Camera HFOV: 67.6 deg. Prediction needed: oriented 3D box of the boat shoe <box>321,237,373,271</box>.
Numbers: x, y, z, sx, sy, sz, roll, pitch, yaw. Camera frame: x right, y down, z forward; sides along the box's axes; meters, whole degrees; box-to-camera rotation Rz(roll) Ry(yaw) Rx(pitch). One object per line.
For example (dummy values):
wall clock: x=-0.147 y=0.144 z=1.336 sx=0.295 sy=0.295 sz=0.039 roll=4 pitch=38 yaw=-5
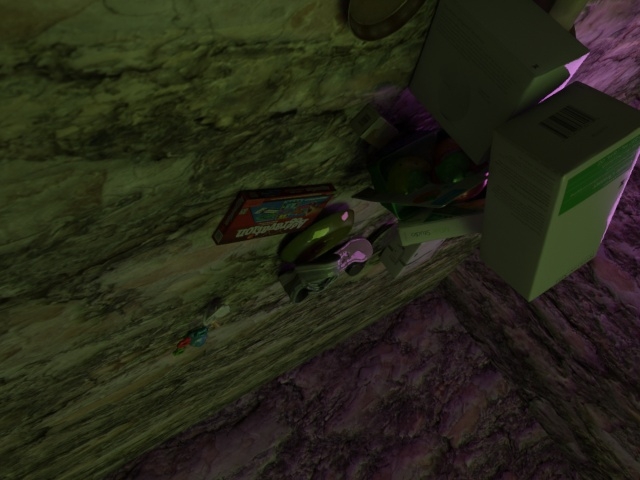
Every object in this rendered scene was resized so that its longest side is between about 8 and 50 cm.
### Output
boat shoe: x=0.081 y=0.051 z=1.565 sx=0.233 sy=0.084 sz=0.079 roll=-23 pitch=180 yaw=-42

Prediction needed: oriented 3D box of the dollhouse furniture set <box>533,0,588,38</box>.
dollhouse furniture set: x=0.597 y=-0.446 z=0.778 sx=0.393 sy=0.362 sz=0.256 roll=12 pitch=150 yaw=-2

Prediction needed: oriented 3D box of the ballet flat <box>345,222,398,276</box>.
ballet flat: x=0.174 y=0.024 z=1.684 sx=0.250 sy=0.058 sz=0.084 roll=-48 pitch=137 yaw=15

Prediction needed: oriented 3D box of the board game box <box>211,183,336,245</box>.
board game box: x=-0.095 y=-0.061 z=1.064 sx=0.281 sy=0.027 sz=0.145 roll=-13 pitch=152 yaw=-49

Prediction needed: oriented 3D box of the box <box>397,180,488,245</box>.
box: x=0.317 y=-0.107 z=1.196 sx=0.232 sy=0.059 sz=0.322 roll=-11 pitch=-151 yaw=18

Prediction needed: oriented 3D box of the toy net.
toy net: x=-0.335 y=0.237 z=1.333 sx=0.122 sy=0.045 sz=0.232 roll=-10 pitch=146 yaw=-48

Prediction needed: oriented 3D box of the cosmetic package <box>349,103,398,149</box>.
cosmetic package: x=0.112 y=-0.233 z=0.988 sx=0.060 sy=0.041 sz=0.115 roll=-43 pitch=159 yaw=20

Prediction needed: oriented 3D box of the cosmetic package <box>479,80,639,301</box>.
cosmetic package: x=0.426 y=-0.074 z=0.887 sx=0.196 sy=0.155 sz=0.366 roll=-32 pitch=141 yaw=-10

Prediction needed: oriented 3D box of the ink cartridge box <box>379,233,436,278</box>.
ink cartridge box: x=0.376 y=0.004 z=1.861 sx=0.207 sy=0.117 sz=0.283 roll=-26 pitch=158 yaw=-26

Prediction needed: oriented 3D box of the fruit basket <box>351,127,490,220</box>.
fruit basket: x=0.272 y=-0.164 z=1.046 sx=0.326 sy=0.166 sz=0.353 roll=-29 pitch=-168 yaw=-17

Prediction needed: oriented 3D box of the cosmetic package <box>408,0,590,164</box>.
cosmetic package: x=0.302 y=-0.305 z=0.862 sx=0.138 sy=0.224 sz=0.225 roll=-29 pitch=160 yaw=-18

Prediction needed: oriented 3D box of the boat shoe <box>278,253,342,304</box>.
boat shoe: x=-0.024 y=0.111 z=1.334 sx=0.118 sy=0.103 sz=0.320 roll=-18 pitch=175 yaw=-30

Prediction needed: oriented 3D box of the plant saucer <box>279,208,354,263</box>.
plant saucer: x=0.000 y=0.000 z=1.306 sx=0.240 sy=0.037 sz=0.241 roll=-31 pitch=166 yaw=-8

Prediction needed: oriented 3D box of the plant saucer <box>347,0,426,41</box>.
plant saucer: x=0.101 y=-0.365 z=0.682 sx=0.168 sy=0.029 sz=0.168 roll=-31 pitch=159 yaw=-13
